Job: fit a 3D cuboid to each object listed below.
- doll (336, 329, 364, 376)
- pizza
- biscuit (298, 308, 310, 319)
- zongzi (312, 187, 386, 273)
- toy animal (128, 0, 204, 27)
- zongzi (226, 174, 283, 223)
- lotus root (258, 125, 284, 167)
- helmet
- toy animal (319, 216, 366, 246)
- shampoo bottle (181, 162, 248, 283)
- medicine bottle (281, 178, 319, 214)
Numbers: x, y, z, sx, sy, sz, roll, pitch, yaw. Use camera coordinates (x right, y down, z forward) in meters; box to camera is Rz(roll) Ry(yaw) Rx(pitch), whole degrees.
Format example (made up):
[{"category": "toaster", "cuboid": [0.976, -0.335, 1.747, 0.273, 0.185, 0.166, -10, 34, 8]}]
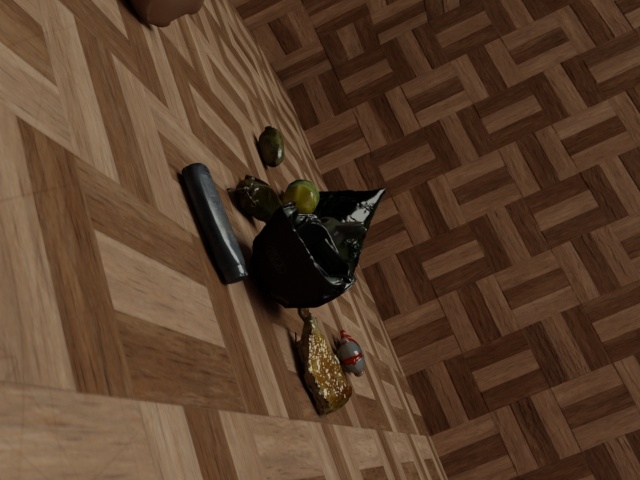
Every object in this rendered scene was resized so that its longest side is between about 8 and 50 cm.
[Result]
[{"category": "doll", "cuboid": [0.093, 0.345, 2.009, 0.245, 0.076, 0.142, -47, 111, -86]}, {"category": "pizza", "cuboid": [-0.008, 0.294, 1.515, 0.226, 0.069, 0.147, 61, 30, -10]}, {"category": "biscuit", "cuboid": [-0.047, 0.180, 1.769, 0.082, 0.016, 0.092, 39, 26, -63]}, {"category": "zongzi", "cuboid": [0.030, -0.079, 2.623, 0.383, 0.363, 0.319, -67, 151, -24]}, {"category": "toy animal", "cuboid": [-0.365, -0.622, 1.445, 0.256, 0.195, 0.213, 62, 0, -7]}, {"category": "zongzi", "cuboid": [-0.182, -0.137, 1.650, 0.184, 0.084, 0.187, 53, 5, 29]}, {"category": "lotus root", "cuboid": [-0.164, -0.317, 2.264, 0.081, 0.089, 0.179, 18, 47, -38]}, {"category": "helmet", "cuboid": [-0.062, 0.051, 1.471, 0.224, 0.177, 0.305, 61, 15, 19]}, {"category": "toy animal", "cuboid": [0.000, -0.001, 1.772, 0.125, 0.251, 0.127, 64, 7, 11]}, {"category": "shampoo bottle", "cuboid": [-0.197, -0.032, 1.252, 0.087, 0.049, 0.233, 39, 28, -77]}, {"category": "medicine bottle", "cuboid": [-0.068, -0.139, 2.265, 0.239, 0.124, 0.124, -70, 136, -78]}]
